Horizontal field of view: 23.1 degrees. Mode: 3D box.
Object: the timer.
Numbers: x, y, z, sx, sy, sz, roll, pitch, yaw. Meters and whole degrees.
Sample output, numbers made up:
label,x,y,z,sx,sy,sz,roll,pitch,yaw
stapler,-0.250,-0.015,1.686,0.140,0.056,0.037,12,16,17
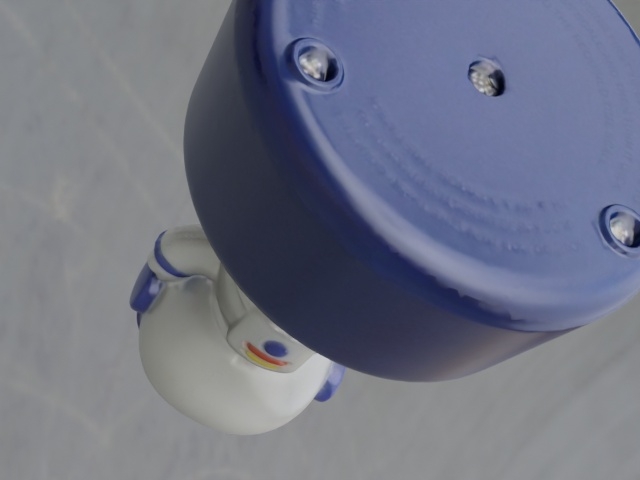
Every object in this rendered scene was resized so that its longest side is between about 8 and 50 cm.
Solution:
label,x,y,z,sx,sy,sz,roll,pitch,yaw
timer,0.000,0.000,0.950,0.383,0.270,0.270,-44,-141,49
